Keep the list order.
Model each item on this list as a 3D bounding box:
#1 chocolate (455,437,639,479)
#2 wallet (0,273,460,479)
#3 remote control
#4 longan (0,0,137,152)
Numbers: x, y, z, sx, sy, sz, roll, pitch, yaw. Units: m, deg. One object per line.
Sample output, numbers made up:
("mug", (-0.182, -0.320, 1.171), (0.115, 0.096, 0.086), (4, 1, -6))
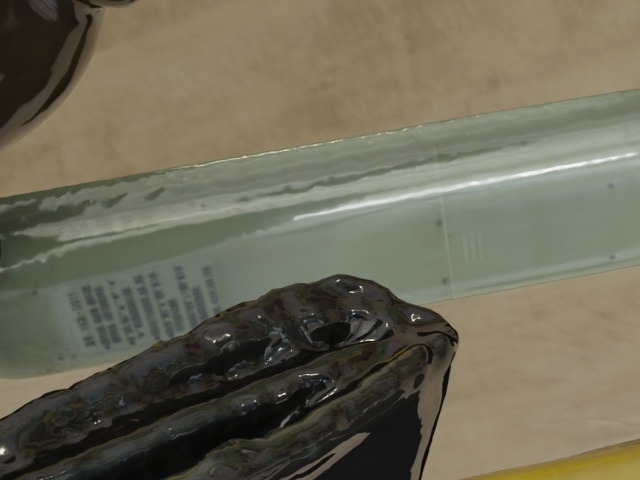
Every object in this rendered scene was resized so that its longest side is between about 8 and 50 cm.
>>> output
("chocolate", (0.289, 0.206, 1.329), (0.445, 0.162, 0.162), (-17, 76, 25))
("wallet", (-0.078, 0.214, 0.536), (0.062, 0.228, 0.406), (29, 123, 27))
("remote control", (0.000, -0.001, 0.724), (0.309, 0.090, 0.038), (-11, 49, 2))
("longan", (-0.162, -0.103, 0.710), (0.204, 0.185, 0.159), (-2, 79, 17))
